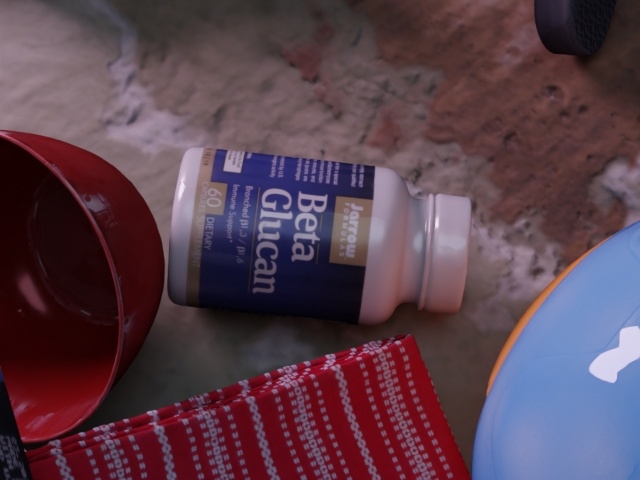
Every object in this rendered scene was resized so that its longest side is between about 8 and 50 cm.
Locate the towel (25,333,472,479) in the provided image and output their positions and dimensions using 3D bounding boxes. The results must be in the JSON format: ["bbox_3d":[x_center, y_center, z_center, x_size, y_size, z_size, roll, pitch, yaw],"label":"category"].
[{"bbox_3d":[-0.020,0.169,1.005,0.275,0.031,0.198,-16,80,-35],"label":"towel"}]

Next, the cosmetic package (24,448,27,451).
[{"bbox_3d":[-0.114,0.229,1.035,0.239,0.060,0.099,41,73,14],"label":"cosmetic package"}]

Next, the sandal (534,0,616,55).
[{"bbox_3d":[0.176,-0.238,1.228,0.054,0.097,0.254,9,64,30],"label":"sandal"}]

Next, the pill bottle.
[{"bbox_3d":[0.000,0.000,1.115,0.169,0.094,0.094,6,68,0],"label":"pill bottle"}]

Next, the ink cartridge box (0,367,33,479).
[{"bbox_3d":[-0.309,0.075,0.950,0.307,0.072,0.303,-19,84,18],"label":"ink cartridge box"}]

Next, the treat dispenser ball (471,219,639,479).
[{"bbox_3d":[0.220,0.120,0.971,0.288,0.288,0.288,1,68,-2],"label":"treat dispenser ball"}]

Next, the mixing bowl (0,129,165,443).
[{"bbox_3d":[-0.156,0.014,1.082,0.181,0.181,0.098,43,33,14],"label":"mixing bowl"}]
